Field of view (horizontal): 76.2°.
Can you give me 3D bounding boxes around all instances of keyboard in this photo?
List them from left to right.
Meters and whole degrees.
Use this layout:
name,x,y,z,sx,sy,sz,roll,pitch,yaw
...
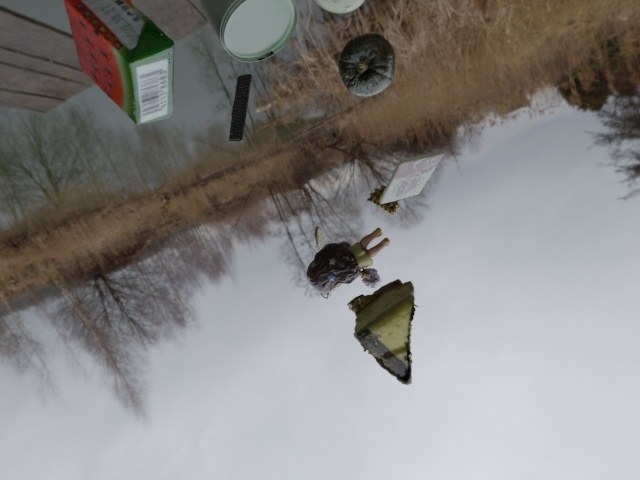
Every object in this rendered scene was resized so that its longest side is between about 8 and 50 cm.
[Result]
name,x,y,z,sx,sy,sz,roll,pitch,yaw
keyboard,-0.188,-0.308,0.950,0.053,0.154,0.010,12,-175,43

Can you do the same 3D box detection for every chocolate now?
name,x,y,z,sx,sy,sz,roll,pitch,yaw
chocolate,-0.656,-0.606,1.359,0.161,0.341,0.360,-45,178,-30

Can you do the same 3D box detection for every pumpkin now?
name,x,y,z,sx,sy,sz,roll,pitch,yaw
pumpkin,0.172,-0.653,1.521,0.224,0.223,0.157,-20,-168,24

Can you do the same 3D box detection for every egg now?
name,x,y,z,sx,sy,sz,roll,pitch,yaw
egg,0.043,-0.591,0.947,0.152,0.113,0.114,-4,177,-35

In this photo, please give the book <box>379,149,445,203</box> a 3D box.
name,x,y,z,sx,sy,sz,roll,pitch,yaw
book,0.299,-0.207,1.362,0.163,0.022,0.231,-14,155,-17

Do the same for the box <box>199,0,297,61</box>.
name,x,y,z,sx,sy,sz,roll,pitch,yaw
box,-0.191,-0.626,1.110,0.226,0.149,0.226,-28,165,-8

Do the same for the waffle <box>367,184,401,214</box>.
name,x,y,z,sx,sy,sz,roll,pitch,yaw
waffle,0.292,-0.182,1.881,0.046,0.160,0.192,23,160,-38

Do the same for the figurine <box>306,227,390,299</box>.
name,x,y,z,sx,sy,sz,roll,pitch,yaw
figurine,0.075,0.058,1.097,0.240,0.174,0.115,-29,148,-15

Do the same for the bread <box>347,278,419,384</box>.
name,x,y,z,sx,sy,sz,roll,pitch,yaw
bread,0.130,0.154,0.698,0.127,0.152,0.147,-31,-175,10

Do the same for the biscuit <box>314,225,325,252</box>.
name,x,y,z,sx,sy,sz,roll,pitch,yaw
biscuit,0.000,0.000,2.013,0.020,0.151,0.152,-8,-165,14
